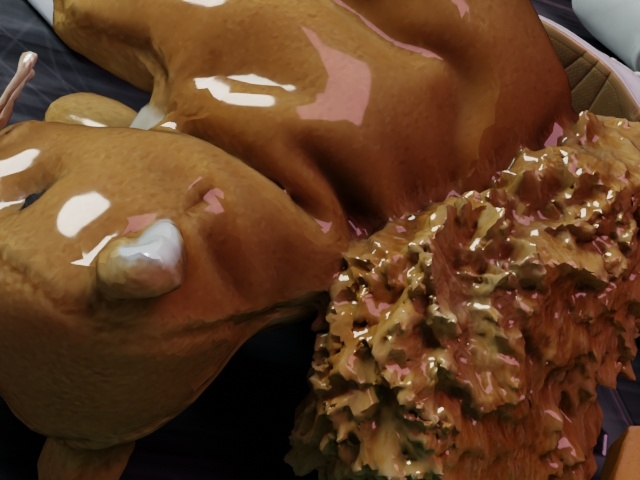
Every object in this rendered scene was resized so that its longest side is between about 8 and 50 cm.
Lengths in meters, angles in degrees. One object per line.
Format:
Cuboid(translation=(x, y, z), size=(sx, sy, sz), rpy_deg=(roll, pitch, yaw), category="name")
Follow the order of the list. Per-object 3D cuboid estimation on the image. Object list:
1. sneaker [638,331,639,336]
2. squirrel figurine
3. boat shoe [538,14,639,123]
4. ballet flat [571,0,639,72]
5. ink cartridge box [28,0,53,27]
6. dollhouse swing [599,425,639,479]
Cuboid(translation=(0.291, 0.077, 1.169), size=(0.093, 0.088, 0.225), rpy_deg=(17, 37, -28), category="sneaker")
Cuboid(translation=(0.000, 0.000, 0.852), size=(0.397, 0.281, 0.370), rpy_deg=(37, 39, 8), category="squirrel figurine")
Cuboid(translation=(0.243, -0.090, 1.295), size=(0.277, 0.098, 0.096), rpy_deg=(41, 32, -6), category="boat shoe")
Cuboid(translation=(0.425, -0.152, 1.562), size=(0.400, 0.139, 0.139), rpy_deg=(21, 35, -22), category="ballet flat")
Cuboid(translation=(-0.178, -0.306, 1.127), size=(0.283, 0.207, 0.117), rpy_deg=(47, 34, 18), category="ink cartridge box")
Cuboid(translation=(0.311, 0.213, 0.850), size=(0.347, 0.315, 0.305), rpy_deg=(35, 51, 0), category="dollhouse swing")
